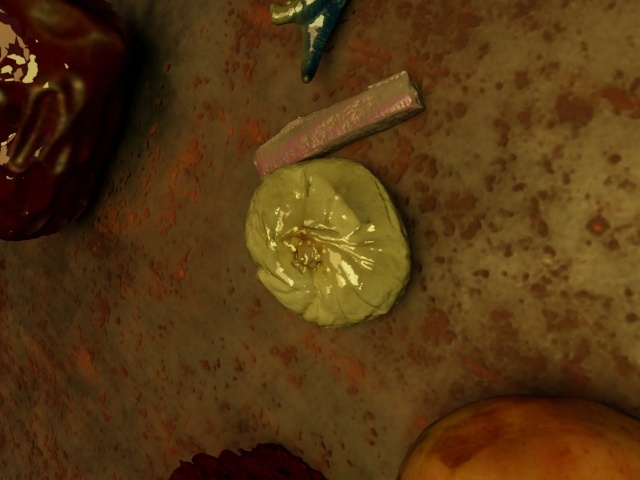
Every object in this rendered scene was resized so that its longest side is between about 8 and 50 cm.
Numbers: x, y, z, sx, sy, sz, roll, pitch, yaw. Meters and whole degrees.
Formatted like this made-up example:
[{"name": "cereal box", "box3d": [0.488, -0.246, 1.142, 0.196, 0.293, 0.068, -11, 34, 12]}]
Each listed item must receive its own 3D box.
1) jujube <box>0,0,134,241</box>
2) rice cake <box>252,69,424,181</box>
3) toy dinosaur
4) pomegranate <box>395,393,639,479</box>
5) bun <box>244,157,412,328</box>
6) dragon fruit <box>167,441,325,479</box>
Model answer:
[{"name": "jujube", "box3d": [-0.388, -0.183, 0.692, 0.258, 0.258, 0.376, 36, 119, 29]}, {"name": "rice cake", "box3d": [0.011, -0.114, 0.543, 0.207, 0.036, 0.047, -19, 68, 31]}, {"name": "toy dinosaur", "box3d": [0.033, -0.286, 0.523, 0.188, 0.075, 0.247, -12, 75, 25]}, {"name": "pomegranate", "box3d": [0.146, 0.211, 0.330, 0.215, 0.215, 0.215, -2, 86, 33]}, {"name": "bun", "box3d": [0.000, 0.000, 0.500, 0.164, 0.111, 0.188, -41, 64, 22]}, {"name": "dragon fruit", "box3d": [-0.105, 0.332, 0.394, 0.228, 0.329, 0.286, 35, 87, 31]}]
